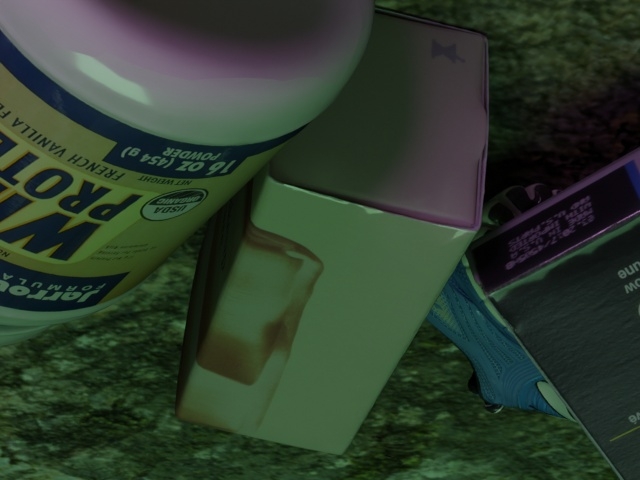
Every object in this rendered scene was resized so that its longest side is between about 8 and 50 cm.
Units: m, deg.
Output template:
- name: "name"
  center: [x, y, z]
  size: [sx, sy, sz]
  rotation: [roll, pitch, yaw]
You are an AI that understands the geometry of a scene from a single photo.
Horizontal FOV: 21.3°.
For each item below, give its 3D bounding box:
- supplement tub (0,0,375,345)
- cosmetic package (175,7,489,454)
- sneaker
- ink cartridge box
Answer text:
- name: "supplement tub"
  center: [-0.141, -0.090, 0.919]
  size: [0.228, 0.228, 0.316]
  rotation: [24, 142, -21]
- name: "cosmetic package"
  center: [0.000, 0.000, 1.087]
  size: [0.129, 0.153, 0.296]
  rotation: [13, 144, -9]
- name: "sneaker"
  center: [0.190, 0.070, 1.197]
  size: [0.330, 0.130, 0.147]
  rotation: [34, 152, -28]
- name: "ink cartridge box"
  center: [0.293, 0.042, 1.042]
  size: [0.303, 0.072, 0.307]
  rotation: [-31, 123, 13]
